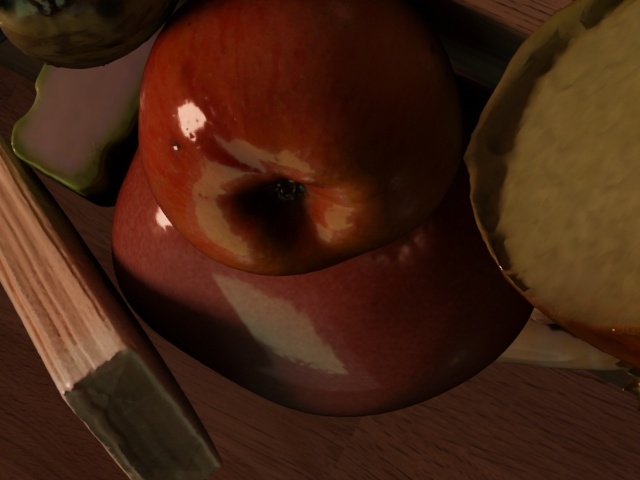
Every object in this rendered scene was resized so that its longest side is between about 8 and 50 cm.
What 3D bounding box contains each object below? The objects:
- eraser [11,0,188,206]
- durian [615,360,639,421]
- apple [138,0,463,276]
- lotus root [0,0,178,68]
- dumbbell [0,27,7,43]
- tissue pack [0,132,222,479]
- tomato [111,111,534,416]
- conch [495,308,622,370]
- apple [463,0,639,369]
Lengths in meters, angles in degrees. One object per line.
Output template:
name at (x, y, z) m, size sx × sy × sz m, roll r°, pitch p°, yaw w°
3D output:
eraser at (-0.159, -0.132, 1.404) m, size 0.092 × 0.210 × 0.274 m, roll 29°, pitch 175°, yaw -2°
durian at (0.411, 0.143, 1.664) m, size 0.260 × 0.154 × 0.186 m, roll 22°, pitch 153°, yaw -6°
apple at (-0.012, -0.072, 1.089) m, size 0.209 × 0.209 × 0.164 m, roll 30°, pitch -142°, yaw -20°
lotus root at (-0.172, -0.190, 1.111) m, size 0.173 × 0.173 × 0.309 m, roll 30°, pitch 176°, yaw -6°
dumbbell at (-0.379, -0.279, 1.588) m, size 0.143 × 0.156 × 0.316 m, roll -3°, pitch 168°, yaw 15°
tissue pack at (-0.194, 0.047, 1.355) m, size 0.325 × 0.071 × 0.170 m, roll 51°, pitch 176°, yaw 45°
tomato at (0.000, 0.000, 1.350) m, size 0.341 × 0.273 × 0.341 m, roll 40°, pitch 172°, yaw 7°
conch at (0.266, 0.066, 1.839) m, size 0.255 × 0.127 × 0.158 m, roll 8°, pitch 145°, yaw 0°
apple at (0.204, -0.024, 0.655) m, size 0.346 × 0.254 × 0.179 m, roll 19°, pitch 127°, yaw 65°
